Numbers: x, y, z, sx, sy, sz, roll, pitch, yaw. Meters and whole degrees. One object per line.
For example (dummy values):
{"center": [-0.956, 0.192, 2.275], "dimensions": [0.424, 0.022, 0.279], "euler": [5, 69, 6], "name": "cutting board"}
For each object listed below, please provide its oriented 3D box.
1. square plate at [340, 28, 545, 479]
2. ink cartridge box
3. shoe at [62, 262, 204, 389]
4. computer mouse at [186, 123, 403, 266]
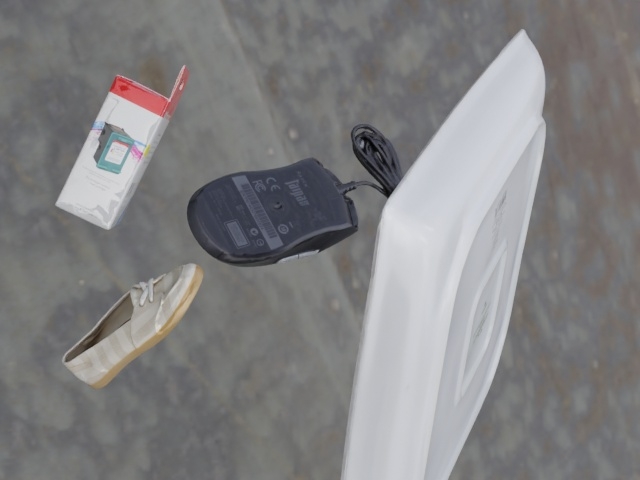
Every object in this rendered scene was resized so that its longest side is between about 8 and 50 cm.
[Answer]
{"center": [0.100, 0.056, 0.852], "dimensions": [0.347, 0.049, 0.344], "euler": [-50, 152, -54], "name": "square plate"}
{"center": [-0.254, -0.135, 1.486], "dimensions": [0.078, 0.134, 0.231], "euler": [26, 92, -5], "name": "ink cartridge box"}
{"center": [-0.231, 0.100, 1.404], "dimensions": [0.058, 0.219, 0.076], "euler": [39, 17, -26], "name": "shoe"}
{"center": [0.000, 0.000, 1.125], "dimensions": [0.262, 0.060, 0.184], "euler": [-24, 73, -35], "name": "computer mouse"}
